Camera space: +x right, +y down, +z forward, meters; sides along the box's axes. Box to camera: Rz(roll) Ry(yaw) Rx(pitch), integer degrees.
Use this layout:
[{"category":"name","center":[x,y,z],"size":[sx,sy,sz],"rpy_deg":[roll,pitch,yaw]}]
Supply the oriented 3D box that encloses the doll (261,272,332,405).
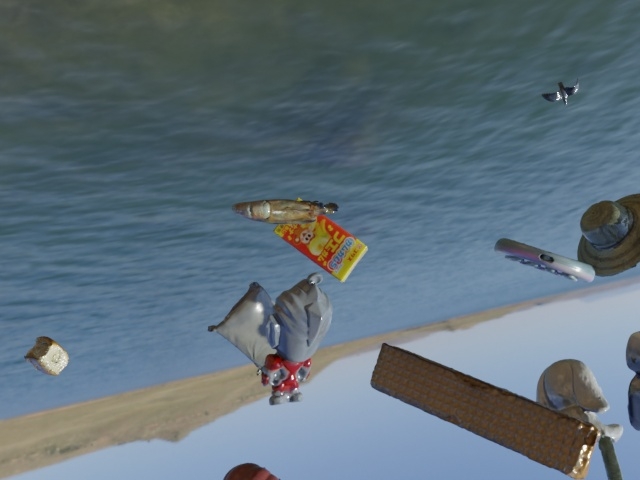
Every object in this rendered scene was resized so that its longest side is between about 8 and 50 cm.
[{"category":"doll","center":[-0.030,0.121,0.730],"size":[0.094,0.180,0.079],"rpy_deg":[4,-165,-35]}]

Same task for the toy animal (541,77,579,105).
[{"category":"toy animal","center":[0.528,-0.318,1.309],"size":[0.084,0.028,0.050],"rpy_deg":[-24,130,9]}]

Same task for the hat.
[{"category":"hat","center":[0.710,-0.039,1.488],"size":[0.110,0.251,0.252],"rpy_deg":[34,151,-17]}]

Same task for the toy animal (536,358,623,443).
[{"category":"toy animal","center":[0.779,0.493,1.859],"size":[0.206,0.264,0.272],"rpy_deg":[24,145,-19]}]

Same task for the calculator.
[{"category":"calculator","center":[0.427,0.037,1.148],"size":[0.186,0.041,0.299],"rpy_deg":[19,-176,19]}]

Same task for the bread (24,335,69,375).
[{"category":"bread","center":[-0.682,0.288,1.504],"size":[0.070,0.076,0.083],"rpy_deg":[4,137,26]}]

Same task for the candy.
[{"category":"candy","center":[0.000,0.000,1.908],"size":[0.146,0.276,0.088],"rpy_deg":[-52,171,-2]}]

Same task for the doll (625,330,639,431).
[{"category":"doll","center":[0.671,0.310,0.994],"size":[0.161,0.423,0.348],"rpy_deg":[-21,132,-9]}]

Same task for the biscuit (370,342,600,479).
[{"category":"biscuit","center":[0.267,0.284,1.024],"size":[0.379,0.094,0.054],"rpy_deg":[17,175,29]}]

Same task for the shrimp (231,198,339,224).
[{"category":"shrimp","center":[-0.084,-0.068,1.436],"size":[0.255,0.059,0.145],"rpy_deg":[-1,-178,-1]}]

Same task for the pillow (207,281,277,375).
[{"category":"pillow","center":[-0.133,0.219,1.388],"size":[0.169,0.059,0.255],"rpy_deg":[-41,133,-3]}]

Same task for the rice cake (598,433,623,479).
[{"category":"rice cake","center":[0.422,0.327,0.871],"size":[0.022,0.022,0.121],"rpy_deg":[10,-159,13]}]

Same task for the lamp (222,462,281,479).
[{"category":"lamp","center":[-0.152,0.604,1.387],"size":[0.140,0.182,0.182],"rpy_deg":[-51,-169,-30]}]
